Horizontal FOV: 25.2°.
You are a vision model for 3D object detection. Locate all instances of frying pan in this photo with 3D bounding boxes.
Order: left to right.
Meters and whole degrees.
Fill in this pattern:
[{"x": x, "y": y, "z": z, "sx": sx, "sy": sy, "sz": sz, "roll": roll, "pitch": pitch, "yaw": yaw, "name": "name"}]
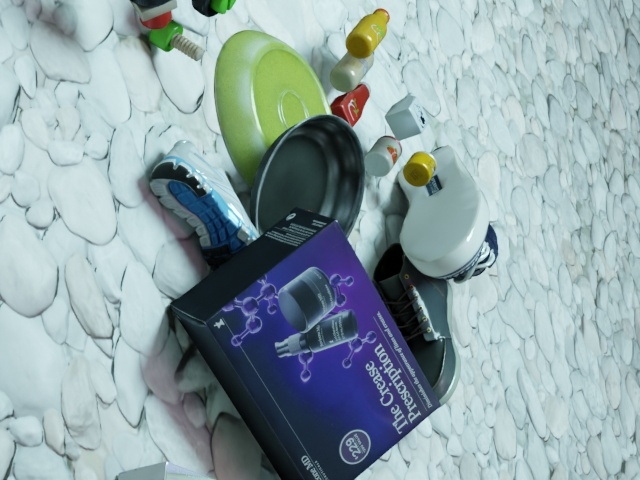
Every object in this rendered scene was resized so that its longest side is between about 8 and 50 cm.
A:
[{"x": 0.012, "y": -0.027, "z": 1.751, "sx": 0.326, "sy": 0.053, "sz": 0.197, "roll": 44, "pitch": 69, "yaw": -50, "name": "frying pan"}]

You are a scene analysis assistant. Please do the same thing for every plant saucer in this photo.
[{"x": -0.044, "y": -0.150, "z": 1.772, "sx": 0.241, "sy": 0.037, "sz": 0.241, "roll": 31, "pitch": 51, "yaw": -49, "name": "plant saucer"}]

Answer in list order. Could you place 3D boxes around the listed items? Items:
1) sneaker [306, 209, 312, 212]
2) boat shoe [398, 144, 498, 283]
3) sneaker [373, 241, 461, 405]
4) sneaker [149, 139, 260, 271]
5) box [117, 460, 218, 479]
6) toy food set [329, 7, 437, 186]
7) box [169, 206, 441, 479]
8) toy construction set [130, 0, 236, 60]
[{"x": -0.043, "y": 0.043, "z": 1.640, "sx": 0.064, "sy": 0.067, "sz": 0.175, "roll": 39, "pitch": 60, "yaw": -47, "name": "sneaker"}, {"x": 0.191, "y": 0.000, "z": 1.927, "sx": 0.158, "sy": 0.127, "sz": 0.340, "roll": 57, "pitch": 15, "yaw": -21, "name": "boat shoe"}, {"x": 0.118, "y": 0.114, "z": 1.888, "sx": 0.118, "sy": 0.083, "sz": 0.222, "roll": 41, "pitch": 33, "yaw": -37, "name": "sneaker"}, {"x": -0.110, "y": -0.035, "z": 1.582, "sx": 0.191, "sy": 0.071, "sz": 0.083, "roll": 56, "pitch": 29, "yaw": -28, "name": "sneaker"}, {"x": -0.083, "y": 0.298, "z": 1.472, "sx": 0.324, "sy": 0.067, "sz": 0.063, "roll": 31, "pitch": 51, "yaw": -48, "name": "box"}, {"x": 0.086, "y": -0.188, "z": 1.930, "sx": 0.232, "sy": 0.111, "sz": 0.104, "roll": 60, "pitch": 33, "yaw": -18, "name": "toy food set"}, {"x": -0.013, "y": 0.125, "z": 1.550, "sx": 0.184, "sy": 0.103, "sz": 0.261, "roll": -37, "pitch": 114, "yaw": -15, "name": "box"}, {"x": -0.196, "y": -0.379, "z": 1.479, "sx": 0.257, "sy": 0.237, "sz": 0.309, "roll": -56, "pitch": 165, "yaw": 0, "name": "toy construction set"}]
